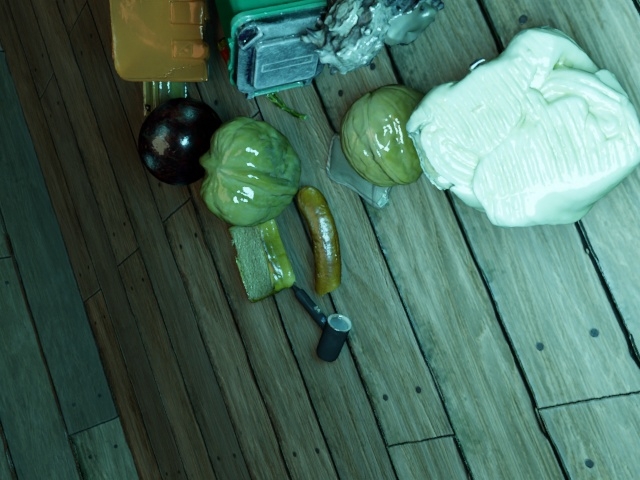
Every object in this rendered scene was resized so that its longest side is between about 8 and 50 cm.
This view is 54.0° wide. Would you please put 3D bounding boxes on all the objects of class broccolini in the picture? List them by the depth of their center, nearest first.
[{"bbox_3d":[-0.098,-0.379,1.740,0.194,0.054,0.052,42,158,24],"label":"broccolini"}]

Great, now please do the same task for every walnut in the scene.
[{"bbox_3d":[0.155,-0.225,1.372,0.228,0.228,0.228,15,111,45],"label":"walnut"},{"bbox_3d":[-0.194,-0.184,1.712,0.282,0.277,0.253,-48,69,20],"label":"walnut"}]

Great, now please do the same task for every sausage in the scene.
[{"bbox_3d":[0.003,-0.001,1.687,0.103,0.076,0.302,-6,96,46],"label":"sausage"}]

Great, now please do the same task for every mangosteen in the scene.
[{"bbox_3d":[-0.412,-0.297,1.932,0.288,0.288,0.288,15,111,45],"label":"mangosteen"}]

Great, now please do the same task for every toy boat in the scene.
[{"bbox_3d":[-0.535,-0.478,2.103,0.162,0.136,0.446,15,112,35],"label":"toy boat"}]

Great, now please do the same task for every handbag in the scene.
[{"bbox_3d":[-0.483,-0.692,1.907,0.303,0.116,0.410,1,104,3],"label":"handbag"}]

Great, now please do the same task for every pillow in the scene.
[{"bbox_3d":[0.096,-0.174,1.570,0.232,0.038,0.131,36,128,37],"label":"pillow"}]

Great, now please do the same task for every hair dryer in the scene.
[{"bbox_3d":[-0.014,0.220,1.788,0.255,0.070,0.128,46,131,39],"label":"hair dryer"}]

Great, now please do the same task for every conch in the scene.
[{"bbox_3d":[0.106,-0.466,1.314,0.241,0.313,0.186,-100,-11,-62],"label":"conch"}]

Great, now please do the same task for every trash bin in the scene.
[{"bbox_3d":[-0.142,-0.578,1.558,0.295,0.259,0.381,111,141,-67],"label":"trash bin"}]

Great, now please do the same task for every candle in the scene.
[{"bbox_3d":[-0.259,-0.537,1.854,0.052,0.052,0.131,-45,68,44],"label":"candle"}]

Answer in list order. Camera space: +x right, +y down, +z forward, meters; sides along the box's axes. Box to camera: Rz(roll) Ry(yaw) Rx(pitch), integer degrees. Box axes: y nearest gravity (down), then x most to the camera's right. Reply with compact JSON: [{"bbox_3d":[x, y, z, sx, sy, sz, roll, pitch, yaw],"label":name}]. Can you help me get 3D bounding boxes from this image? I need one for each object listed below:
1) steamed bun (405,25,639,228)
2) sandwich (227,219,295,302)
[{"bbox_3d":[0.361,-0.194,1.138,0.394,0.237,0.347,14,96,17],"label":"steamed bun"},{"bbox_3d":[-0.178,0.044,1.887,0.226,0.087,0.251,-31,77,58],"label":"sandwich"}]
